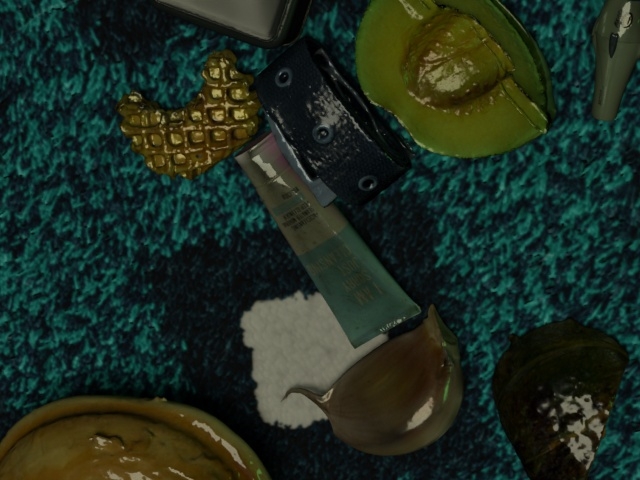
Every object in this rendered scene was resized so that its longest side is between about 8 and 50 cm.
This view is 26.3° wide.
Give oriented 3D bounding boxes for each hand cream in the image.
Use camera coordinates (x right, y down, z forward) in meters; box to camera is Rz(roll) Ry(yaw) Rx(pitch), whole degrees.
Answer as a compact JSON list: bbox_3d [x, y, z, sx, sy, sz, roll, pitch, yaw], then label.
[{"bbox_3d":[0.000,0.000,1.804,0.111,0.070,0.312,-33,100,19],"label":"hand cream"}]

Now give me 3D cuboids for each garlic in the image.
[{"bbox_3d":[0.081,0.224,1.842,0.267,0.148,0.128,-26,136,13],"label":"garlic"}]

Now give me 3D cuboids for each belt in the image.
[{"bbox_3d":[0.005,-0.140,1.731,0.128,0.122,0.218,-35,98,21],"label":"belt"}]

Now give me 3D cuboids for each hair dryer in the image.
[{"bbox_3d":[0.410,-0.198,1.653,0.199,0.067,0.167,31,126,14],"label":"hair dryer"}]

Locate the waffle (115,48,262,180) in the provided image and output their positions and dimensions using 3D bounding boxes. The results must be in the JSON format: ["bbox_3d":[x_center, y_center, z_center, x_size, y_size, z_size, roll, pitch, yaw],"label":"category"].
[{"bbox_3d":[-0.170,-0.165,1.797,0.194,0.051,0.149,-35,98,19],"label":"waffle"}]

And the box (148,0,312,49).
[{"bbox_3d":[-0.110,-0.330,1.716,0.201,0.090,0.144,22,110,4],"label":"box"}]

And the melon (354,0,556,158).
[{"bbox_3d":[0.157,-0.216,1.688,0.265,0.129,0.169,43,132,-6],"label":"melon"}]

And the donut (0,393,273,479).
[{"bbox_3d":[-0.264,0.410,1.908,0.449,0.198,0.448,3,104,11],"label":"donut"}]

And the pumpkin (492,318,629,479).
[{"bbox_3d":[0.289,0.245,1.796,0.163,0.111,0.278,18,110,11],"label":"pumpkin"}]
